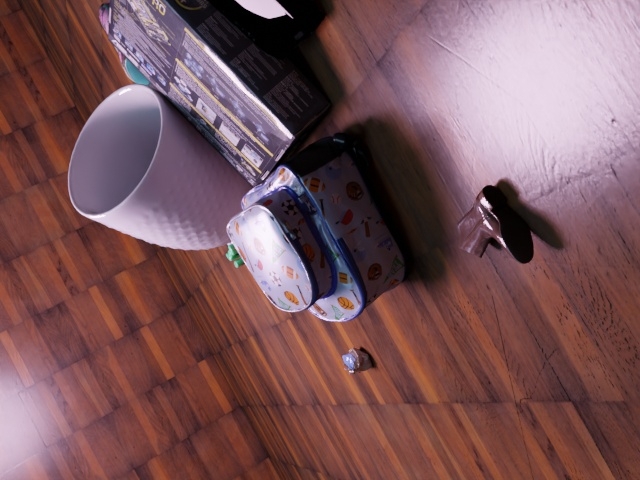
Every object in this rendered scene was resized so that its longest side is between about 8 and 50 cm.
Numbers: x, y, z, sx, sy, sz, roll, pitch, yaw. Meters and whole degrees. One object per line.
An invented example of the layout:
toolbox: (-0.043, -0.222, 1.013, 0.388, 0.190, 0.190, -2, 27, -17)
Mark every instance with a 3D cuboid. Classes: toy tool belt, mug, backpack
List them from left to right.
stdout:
mug: (-0.292, -0.165, 1.591, 0.328, 0.276, 0.374, 28, -127, -48)
backpack: (0.000, 0.000, 1.214, 0.263, 0.213, 0.276, 52, 159, -7)
toy tool belt: (0.066, 0.248, 1.589, 0.083, 0.051, 0.052, 18, 132, 64)

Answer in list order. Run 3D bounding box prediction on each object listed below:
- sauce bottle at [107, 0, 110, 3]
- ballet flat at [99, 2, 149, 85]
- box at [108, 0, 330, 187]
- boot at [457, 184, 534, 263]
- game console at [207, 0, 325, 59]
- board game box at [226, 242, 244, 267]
sauce bottle: (-0.324, -0.460, 1.519, 0.344, 0.111, 0.111, 28, 142, 57)
ballet flat: (-0.380, -0.395, 1.534, 0.079, 0.077, 0.221, 55, 173, 19)
box: (-0.187, -0.287, 1.297, 0.395, 0.097, 0.318, 46, 162, -2)
boot: (0.205, 0.002, 0.929, 0.114, 0.037, 0.106, 111, 141, -61)
game console: (-0.059, -0.366, 0.982, 0.213, 0.044, 0.361, 39, 157, -15)
board game box: (-0.328, -0.154, 2.038, 0.390, 0.050, 0.389, 36, 148, 52)
